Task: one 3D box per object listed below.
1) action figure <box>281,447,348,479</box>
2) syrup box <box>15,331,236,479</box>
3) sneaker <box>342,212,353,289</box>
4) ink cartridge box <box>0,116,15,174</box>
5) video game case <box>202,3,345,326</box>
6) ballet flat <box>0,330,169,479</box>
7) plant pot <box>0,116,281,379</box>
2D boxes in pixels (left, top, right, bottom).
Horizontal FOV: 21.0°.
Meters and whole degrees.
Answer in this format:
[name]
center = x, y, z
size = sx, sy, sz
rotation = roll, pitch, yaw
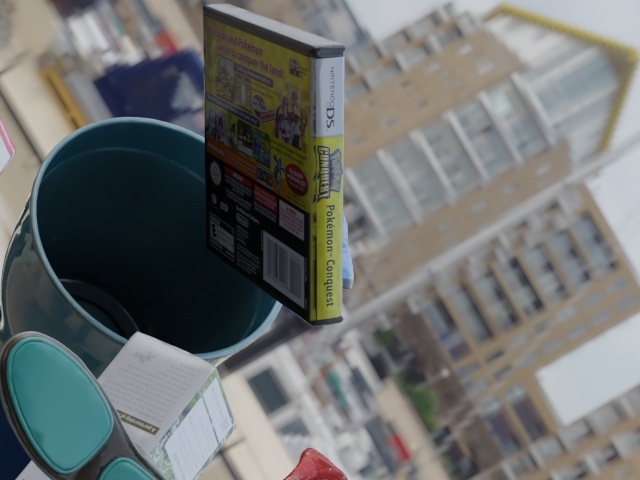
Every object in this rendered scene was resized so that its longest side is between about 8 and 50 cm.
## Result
[action figure]
center = -0.044, 0.267, 1.206
size = 0.139, 0.091, 0.280
rotation = 47, 34, 6
[syrup box]
center = -0.180, 0.202, 1.466
size = 0.096, 0.237, 0.093
rotation = 21, -34, 28
[sneaker]
center = 0.000, 0.000, 1.927
size = 0.209, 0.069, 0.082
rotation = -119, -139, -75
[ink cartridge box]
center = -0.336, -0.092, 1.135
size = 0.158, 0.218, 0.092
rotation = 72, 33, -43
[video game case]
center = -0.047, -0.078, 1.596
size = 0.275, 0.035, 0.248
rotation = -148, -125, -62
[ballet flat]
center = -0.164, 0.156, 1.231
size = 0.213, 0.072, 0.068
rotation = 52, -25, -12
[plant pot]
center = -0.208, 0.056, 1.770
size = 0.271, 0.272, 0.255
rotation = 60, -40, 16
